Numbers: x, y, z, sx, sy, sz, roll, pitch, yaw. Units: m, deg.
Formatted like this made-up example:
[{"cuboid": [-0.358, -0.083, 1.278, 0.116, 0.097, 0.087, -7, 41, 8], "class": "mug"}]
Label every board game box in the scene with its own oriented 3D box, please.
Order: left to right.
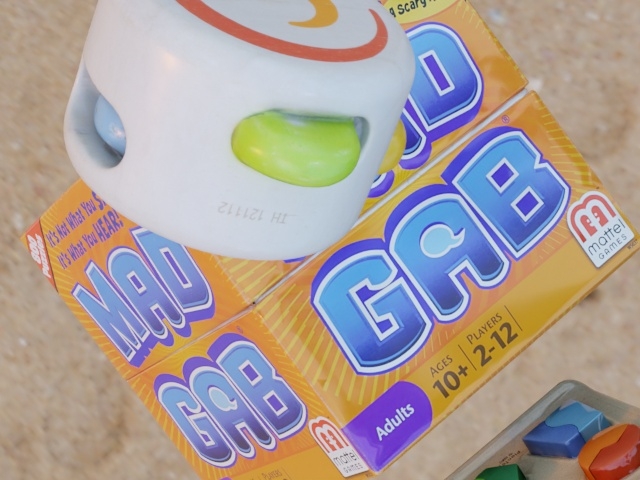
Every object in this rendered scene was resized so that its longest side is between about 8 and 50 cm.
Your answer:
[{"cuboid": [0.000, 0.000, 1.828, 0.356, 0.356, 0.356, -38, 93, -27], "class": "board game box"}]

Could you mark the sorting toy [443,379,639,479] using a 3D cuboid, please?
[{"cuboid": [0.170, 0.240, 1.697, 0.307, 0.229, 0.041, -38, 114, -13], "class": "sorting toy"}]

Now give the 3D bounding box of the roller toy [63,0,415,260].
[{"cuboid": [-0.051, -0.083, 1.173, 0.209, 0.191, 0.146, -46, 160, -60], "class": "roller toy"}]
